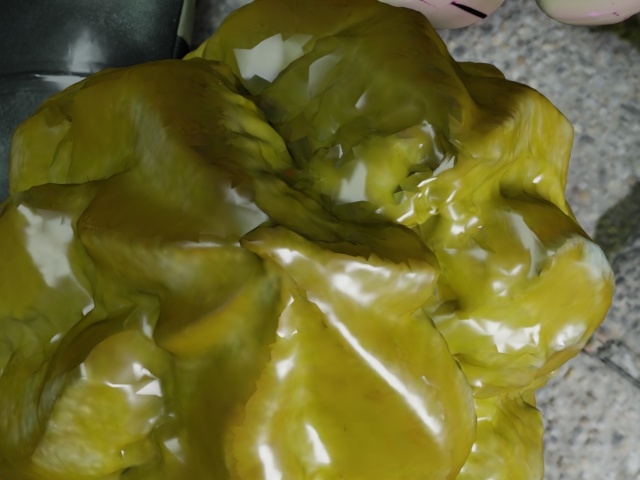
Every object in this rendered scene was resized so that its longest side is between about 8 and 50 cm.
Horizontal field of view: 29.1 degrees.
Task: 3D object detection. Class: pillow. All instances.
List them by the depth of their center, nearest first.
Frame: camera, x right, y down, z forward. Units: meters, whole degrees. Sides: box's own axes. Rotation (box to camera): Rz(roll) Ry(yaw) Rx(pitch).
[{"bbox_3d":[-0.156,-0.100,0.774,0.186,0.106,0.250,-3,78,28],"label":"pillow"}]

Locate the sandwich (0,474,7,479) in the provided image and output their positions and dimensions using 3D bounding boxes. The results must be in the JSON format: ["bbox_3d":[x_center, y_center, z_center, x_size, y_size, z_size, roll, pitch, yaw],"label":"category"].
[{"bbox_3d":[-0.064,0.222,0.641,0.288,0.099,0.254,11,111,22],"label":"sandwich"}]

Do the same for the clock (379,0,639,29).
[{"bbox_3d":[0.148,-0.255,0.643,0.309,0.114,0.284,7,89,33],"label":"clock"}]

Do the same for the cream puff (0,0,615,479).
[{"bbox_3d":[0.001,-0.001,0.559,0.324,0.257,0.291,-15,66,-28],"label":"cream puff"}]
